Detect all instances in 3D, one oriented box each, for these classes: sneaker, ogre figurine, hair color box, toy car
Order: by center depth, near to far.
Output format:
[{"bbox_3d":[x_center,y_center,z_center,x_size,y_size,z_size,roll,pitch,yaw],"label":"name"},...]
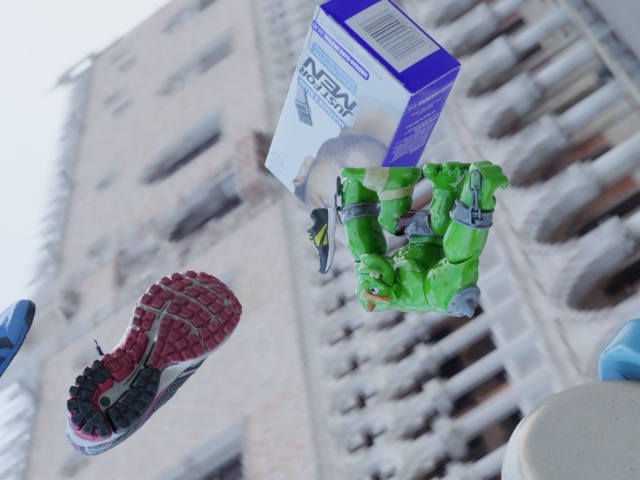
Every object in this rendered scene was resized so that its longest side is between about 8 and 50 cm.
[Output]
[{"bbox_3d":[0.234,0.217,0.983,0.210,0.219,0.238,17,143,41],"label":"toy car"},{"bbox_3d":[0.075,0.000,1.179,0.097,0.197,0.118,-1,-90,-51],"label":"ogre figurine"},{"bbox_3d":[-0.396,0.139,1.697,0.082,0.209,0.069,35,154,-10],"label":"sneaker"},{"bbox_3d":[0.000,0.000,1.833,0.031,0.035,0.083,100,174,-77],"label":"sneaker"},{"bbox_3d":[-0.222,0.152,1.951,0.121,0.299,0.112,42,149,9],"label":"sneaker"},{"bbox_3d":[0.050,-0.168,2.093,0.185,0.110,0.339,45,146,18],"label":"hair color box"}]
